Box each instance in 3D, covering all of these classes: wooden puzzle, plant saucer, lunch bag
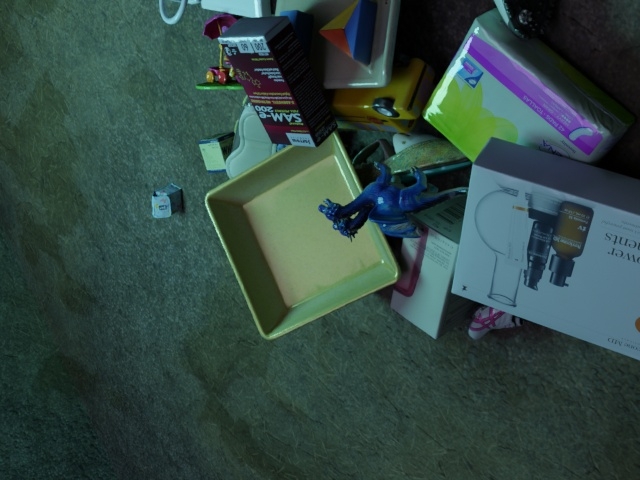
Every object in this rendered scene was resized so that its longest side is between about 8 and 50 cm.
[{"bbox_3d":[0.011,-0.440,1.642,0.348,0.081,0.322,7,90,48],"label":"wooden puzzle"},{"bbox_3d":[-0.029,-0.013,1.789,0.333,0.081,0.332,-27,82,24],"label":"plant saucer"},{"bbox_3d":[-0.414,-0.102,2.415,0.053,0.083,0.071,29,131,35],"label":"lunch bag"}]

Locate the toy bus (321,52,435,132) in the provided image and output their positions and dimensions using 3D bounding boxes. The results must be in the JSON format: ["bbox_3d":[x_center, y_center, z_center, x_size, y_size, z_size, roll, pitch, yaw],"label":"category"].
[{"bbox_3d":[0.079,-0.276,1.708,0.333,0.130,0.108,11,76,44],"label":"toy bus"}]

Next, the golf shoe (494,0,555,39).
[{"bbox_3d":[0.288,-0.446,1.433,0.120,0.105,0.272,-11,98,66],"label":"golf shoe"}]

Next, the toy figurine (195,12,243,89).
[{"bbox_3d":[-0.203,-0.416,1.971,0.173,0.130,0.159,17,115,50],"label":"toy figurine"}]

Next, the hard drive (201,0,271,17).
[{"bbox_3d":[-0.194,-0.633,1.888,0.203,0.040,0.307,22,127,39],"label":"hard drive"}]

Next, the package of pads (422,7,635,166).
[{"bbox_3d":[0.331,-0.203,1.495,0.296,0.101,0.229,45,139,15],"label":"package of pads"}]

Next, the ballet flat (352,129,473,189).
[{"bbox_3d":[0.151,-0.152,1.739,0.349,0.123,0.123,-21,96,52],"label":"ballet flat"}]

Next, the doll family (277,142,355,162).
[{"bbox_3d":[-0.016,-0.195,1.887,0.111,0.193,0.076,101,173,-58],"label":"doll family"}]

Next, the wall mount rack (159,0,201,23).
[{"bbox_3d":[-0.208,-0.593,1.748,0.304,0.131,0.349,5,93,51],"label":"wall mount rack"}]

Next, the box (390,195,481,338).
[{"bbox_3d":[0.239,0.044,1.719,0.127,0.149,0.232,35,134,31],"label":"box"}]

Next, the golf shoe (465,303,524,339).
[{"bbox_3d":[0.343,0.144,1.727,0.086,0.067,0.186,47,139,16],"label":"golf shoe"}]

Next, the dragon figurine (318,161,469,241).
[{"bbox_3d":[0.139,-0.054,1.600,0.289,0.144,0.085,13,165,31],"label":"dragon figurine"}]

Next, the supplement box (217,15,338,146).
[{"bbox_3d":[-0.076,-0.288,1.649,0.130,0.073,0.239,10,139,44],"label":"supplement box"}]

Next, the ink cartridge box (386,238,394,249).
[{"bbox_3d":[0.000,0.000,1.943,0.232,0.168,0.171,51,140,13],"label":"ink cartridge box"}]

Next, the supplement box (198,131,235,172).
[{"bbox_3d":[-0.240,-0.212,2.176,0.083,0.056,0.083,1,112,48],"label":"supplement box"}]

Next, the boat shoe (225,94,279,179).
[{"bbox_3d":[-0.143,-0.228,2.022,0.117,0.096,0.324,13,151,-4],"label":"boat shoe"}]

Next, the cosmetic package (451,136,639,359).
[{"bbox_3d":[0.416,0.021,1.450,0.377,0.097,0.284,19,136,20],"label":"cosmetic package"}]
